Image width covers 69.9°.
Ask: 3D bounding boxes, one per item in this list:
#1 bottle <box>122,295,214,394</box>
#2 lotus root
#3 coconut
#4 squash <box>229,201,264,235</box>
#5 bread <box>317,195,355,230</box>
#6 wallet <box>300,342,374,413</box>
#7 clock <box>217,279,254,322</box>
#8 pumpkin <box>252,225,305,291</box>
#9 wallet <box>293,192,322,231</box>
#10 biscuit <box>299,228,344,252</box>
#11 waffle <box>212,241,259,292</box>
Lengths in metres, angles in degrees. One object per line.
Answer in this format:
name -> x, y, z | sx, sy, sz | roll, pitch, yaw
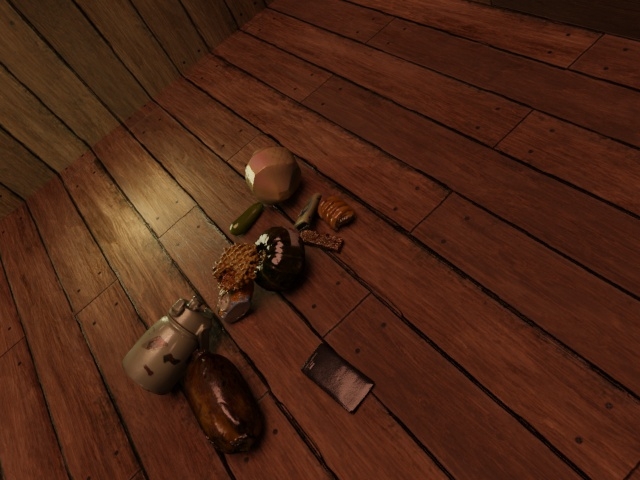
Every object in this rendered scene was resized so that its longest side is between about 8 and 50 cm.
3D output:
bottle -> -0.534, 0.367, 1.695 | 0.229, 0.229, 0.352 | 30, 79, 36
lotus root -> -0.335, 0.525, 1.528 | 0.196, 0.179, 0.397 | -36, 52, -6
coconut -> -0.198, -0.274, 1.978 | 0.259, 0.259, 0.259 | -11, 54, 16
squash -> -0.324, -0.097, 2.031 | 0.066, 0.066, 0.201 | 27, 64, 35
bread -> 0.061, -0.115, 1.863 | 0.119, 0.084, 0.177 | -41, 47, -8
wallet -> 0.052, 0.449, 1.513 | 0.244, 0.025, 0.124 | 30, 73, 36
clock -> -0.328, 0.215, 1.764 | 0.231, 0.103, 0.144 | -44, 47, 28
pumpkin -> -0.157, 0.078, 1.764 | 0.260, 0.189, 0.260 | -29, 53, 46
wallet -> -0.056, -0.118, 1.904 | 0.110, 0.039, 0.155 | -30, 31, 52
biscuit -> 0.000, 0.000, 1.838 | 0.199, 0.034, 0.064 | 13, 62, 30
waffle -> -0.313, 0.098, 1.695 | 0.193, 0.070, 0.197 | -18, 51, 24
